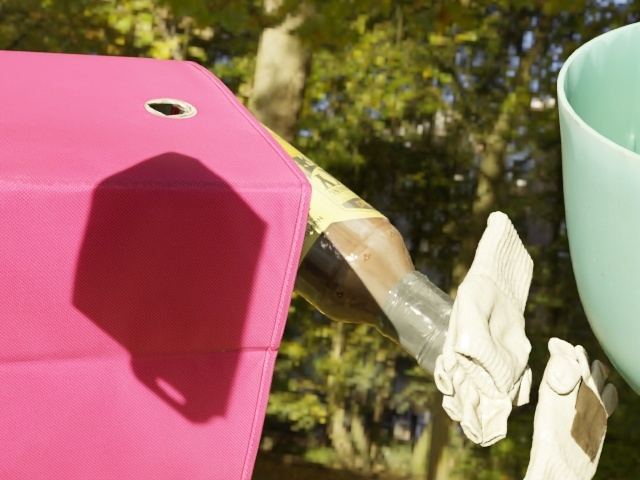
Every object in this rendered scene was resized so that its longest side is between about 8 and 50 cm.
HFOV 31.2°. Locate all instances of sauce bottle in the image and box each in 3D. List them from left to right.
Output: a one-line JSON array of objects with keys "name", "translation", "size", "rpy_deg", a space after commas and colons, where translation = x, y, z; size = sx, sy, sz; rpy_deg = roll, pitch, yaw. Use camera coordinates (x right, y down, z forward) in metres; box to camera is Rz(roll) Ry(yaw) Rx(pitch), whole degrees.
[{"name": "sauce bottle", "translation": [0.000, 0.000, 1.073], "size": [0.344, 0.111, 0.111], "rpy_deg": [38, 0, 16]}]

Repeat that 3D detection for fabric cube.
[{"name": "fabric cube", "translation": [-0.191, 0.019, 0.819], "size": [0.258, 0.259, 0.254], "rpy_deg": [0, 27, -27]}]

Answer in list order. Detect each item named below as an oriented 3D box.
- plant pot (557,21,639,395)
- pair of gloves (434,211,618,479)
[{"name": "plant pot", "translation": [0.315, -0.004, 0.824], "size": [0.292, 0.235, 0.293], "rpy_deg": [-4, 31, 2]}, {"name": "pair of gloves", "translation": [0.175, 0.118, 0.943], "size": [0.042, 0.204, 0.240], "rpy_deg": [-14, -61, 35]}]
